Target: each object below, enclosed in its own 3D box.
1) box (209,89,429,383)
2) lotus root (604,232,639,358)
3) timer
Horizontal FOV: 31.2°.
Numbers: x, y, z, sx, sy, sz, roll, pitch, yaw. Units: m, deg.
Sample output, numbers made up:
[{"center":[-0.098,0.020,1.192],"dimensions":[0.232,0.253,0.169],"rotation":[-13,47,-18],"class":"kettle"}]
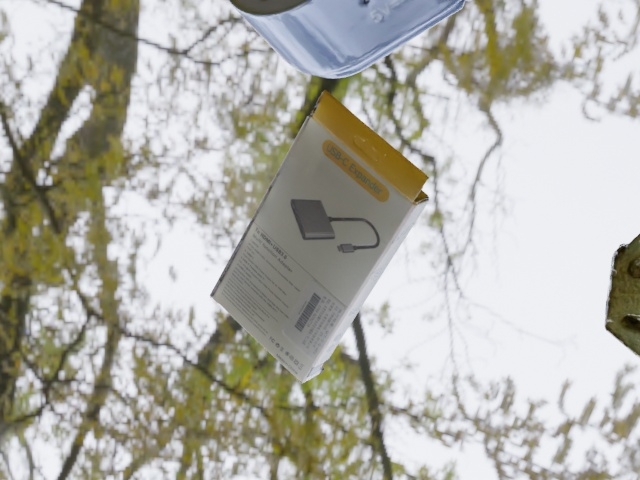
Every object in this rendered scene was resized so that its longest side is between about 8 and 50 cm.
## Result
[{"center":[0.000,0.000,1.014],"dimensions":[0.129,0.247,0.033],"rotation":[43,-147,19],"class":"box"},{"center":[0.551,0.084,1.699],"dimensions":[0.260,0.266,0.149],"rotation":[-7,-176,13],"class":"lotus root"},{"center":[0.053,-0.389,1.184],"dimensions":[0.395,0.173,0.394],"rotation":[-18,-126,27],"class":"timer"}]
